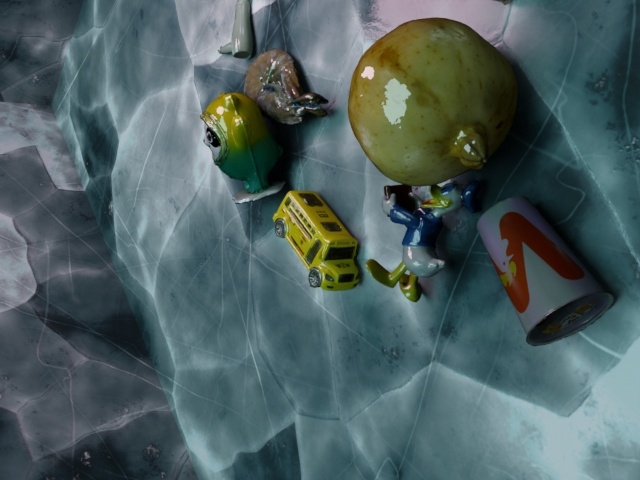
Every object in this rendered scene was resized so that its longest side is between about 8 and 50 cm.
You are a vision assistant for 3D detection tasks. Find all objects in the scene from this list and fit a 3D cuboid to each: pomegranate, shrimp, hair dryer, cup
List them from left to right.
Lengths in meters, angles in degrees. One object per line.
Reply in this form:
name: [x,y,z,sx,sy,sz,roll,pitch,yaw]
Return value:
hair dryer: [-0.307,-0.713,2.462,0.237,0.076,0.206,-12,77,58]
shrimp: [-0.112,-0.473,2.216,0.446,0.110,0.221,36,111,47]
pomegranate: [0.257,-0.291,1.573,0.410,0.410,0.409,6,97,50]
cup: [0.459,0.055,1.516,0.203,0.203,0.288,-52,48,38]

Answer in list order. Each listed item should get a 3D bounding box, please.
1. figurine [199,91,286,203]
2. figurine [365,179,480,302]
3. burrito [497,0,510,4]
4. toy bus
figurine: [-0.244,-0.306,2.235,0.323,0.232,0.339,-135,25,-68]
figurine: [0.270,-0.051,1.775,0.338,0.205,0.283,-42,54,30]
burrito: [0.335,-0.653,1.639,0.299,0.105,0.143,45,160,37]
toy bus: [0.000,0.000,2.078,0.330,0.144,0.152,53,129,35]
